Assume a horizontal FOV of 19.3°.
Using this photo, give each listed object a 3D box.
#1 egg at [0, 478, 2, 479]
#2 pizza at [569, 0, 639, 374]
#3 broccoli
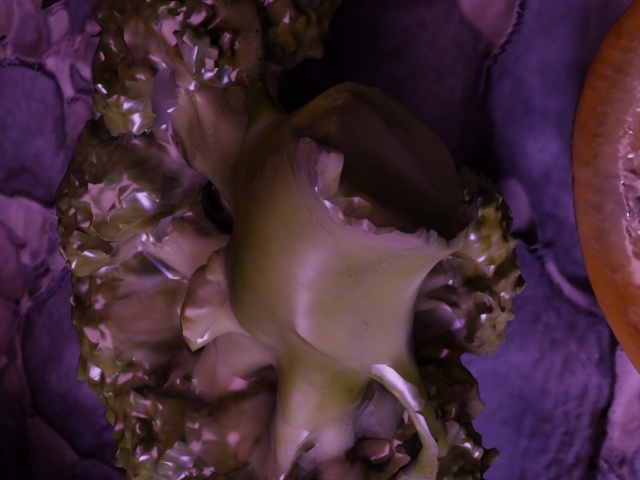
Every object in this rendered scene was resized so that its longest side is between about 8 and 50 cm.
[{"bbox_3d":[-0.201,0.212,0.968,0.286,0.174,0.264,38,127,53],"label":"egg"},{"bbox_3d":[0.205,0.009,0.707,0.262,0.034,0.181,24,113,28],"label":"pizza"},{"bbox_3d":[0.003,-0.009,0.749,0.254,0.186,0.302,62,148,34],"label":"broccoli"}]
